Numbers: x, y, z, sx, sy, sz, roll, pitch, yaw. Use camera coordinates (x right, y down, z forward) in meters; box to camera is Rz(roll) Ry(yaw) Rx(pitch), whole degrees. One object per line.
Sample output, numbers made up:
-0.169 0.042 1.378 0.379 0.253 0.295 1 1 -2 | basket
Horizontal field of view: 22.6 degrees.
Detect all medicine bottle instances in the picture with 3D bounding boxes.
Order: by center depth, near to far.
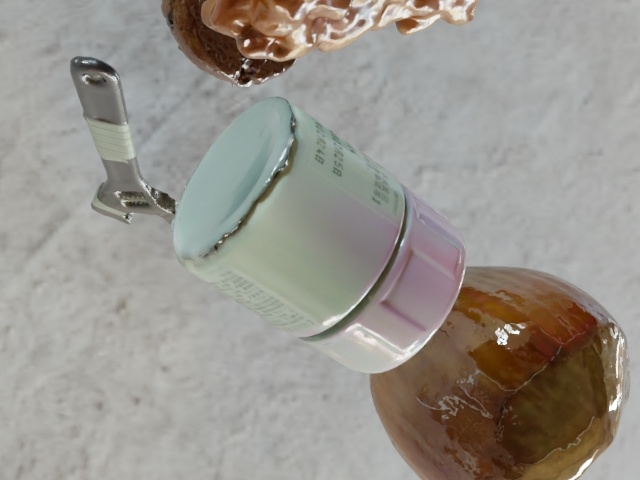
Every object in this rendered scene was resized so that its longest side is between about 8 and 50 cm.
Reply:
0.000 0.000 1.081 0.168 0.135 0.135 34 70 -24 | medicine bottle

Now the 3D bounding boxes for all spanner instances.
-0.171 -0.078 1.393 0.316 0.087 0.024 91 16 -67 | spanner

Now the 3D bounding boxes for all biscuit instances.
0.076 -0.280 1.275 0.318 0.312 0.110 -13 62 -30 | biscuit
-0.082 -0.248 1.610 0.192 0.049 0.192 7 80 -43 | biscuit

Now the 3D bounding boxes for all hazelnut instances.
0.149 0.108 1.288 0.210 0.186 0.210 1 87 -23 | hazelnut
